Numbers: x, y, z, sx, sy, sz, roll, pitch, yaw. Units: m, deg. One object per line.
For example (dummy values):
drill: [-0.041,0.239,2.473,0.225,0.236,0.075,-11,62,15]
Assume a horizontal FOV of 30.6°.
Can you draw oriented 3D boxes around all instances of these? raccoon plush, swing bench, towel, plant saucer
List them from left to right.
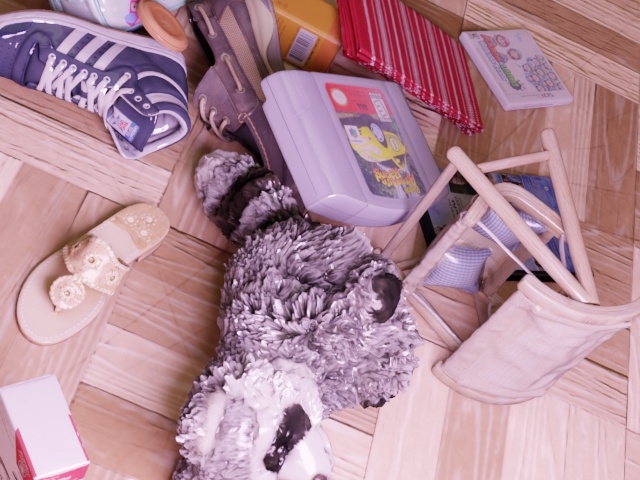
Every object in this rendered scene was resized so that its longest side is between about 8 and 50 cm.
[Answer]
plant saucer: [-0.202,-0.278,1.506,0.083,0.013,0.083,42,24,-23]
raccoon plush: [-0.105,0.104,1.299,0.299,0.216,0.446,-27,40,-25]
towel: [0.128,-0.280,1.718,0.274,0.031,0.199,27,42,-36]
swing bench: [0.219,0.047,1.393,0.165,0.253,0.255,-13,66,-28]

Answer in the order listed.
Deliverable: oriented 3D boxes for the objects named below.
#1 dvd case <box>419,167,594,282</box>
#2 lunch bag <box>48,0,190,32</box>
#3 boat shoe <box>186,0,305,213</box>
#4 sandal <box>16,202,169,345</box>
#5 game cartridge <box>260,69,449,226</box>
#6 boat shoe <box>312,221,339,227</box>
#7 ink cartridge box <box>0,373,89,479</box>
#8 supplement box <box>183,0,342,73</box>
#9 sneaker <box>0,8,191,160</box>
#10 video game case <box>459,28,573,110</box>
dvd case: [0.250,-0.021,1.637,0.252,0.022,0.180,3,54,-26]
lunch bag: [-0.280,-0.416,1.519,0.107,0.279,0.224,8,34,40]
boat shoe: [-0.100,-0.179,1.531,0.130,0.132,0.356,-12,62,-5]
sandal: [-0.248,0.014,1.309,0.088,0.079,0.240,38,47,5]
game cartridge: [0.054,-0.113,1.471,0.294,0.060,0.196,-6,73,-56]
boat shoe: [-0.001,0.002,1.476,0.133,0.049,0.042,15,21,-8]
ink cartridge box: [-0.272,0.205,1.107,0.056,0.135,0.099,-13,61,-31]
supplement box: [-0.076,-0.329,1.675,0.233,0.080,0.078,29,44,-6]
sneaker: [-0.288,-0.188,1.437,0.282,0.099,0.153,5,50,-28]
video game case: [0.314,-0.276,1.875,0.143,0.019,0.157,-9,59,-33]
